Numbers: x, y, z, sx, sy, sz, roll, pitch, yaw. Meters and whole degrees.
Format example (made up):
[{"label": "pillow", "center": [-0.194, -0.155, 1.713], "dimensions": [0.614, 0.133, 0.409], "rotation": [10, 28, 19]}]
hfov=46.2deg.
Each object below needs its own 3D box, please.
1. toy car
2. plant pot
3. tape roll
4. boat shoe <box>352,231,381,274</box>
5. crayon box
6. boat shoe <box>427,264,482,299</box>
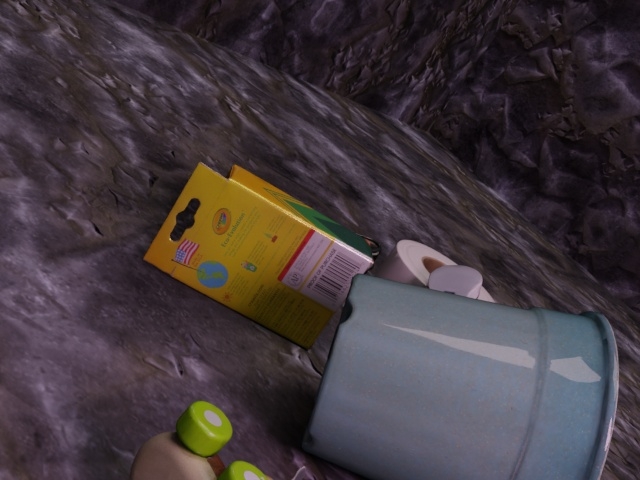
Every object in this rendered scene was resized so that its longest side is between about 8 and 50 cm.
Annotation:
[{"label": "toy car", "center": [-0.093, 0.267, 0.773], "dimensions": [0.149, 0.155, 0.188], "rotation": [48, 15, 33]}, {"label": "plant pot", "center": [0.167, 0.209, 1.017], "dimensions": [0.334, 0.341, 0.341], "rotation": [18, 20, 3]}, {"label": "tape roll", "center": [0.206, 0.136, 1.487], "dimensions": [0.246, 0.169, 0.246], "rotation": [30, 20, -12]}, {"label": "boat shoe", "center": [0.000, 0.000, 1.586], "dimensions": [0.303, 0.091, 0.114], "rotation": [16, 27, -41]}, {"label": "crayon box", "center": [-0.100, 0.017, 1.233], "dimensions": [0.319, 0.202, 0.081], "rotation": [30, 20, -13]}, {"label": "boat shoe", "center": [0.217, 0.121, 1.276], "dimensions": [0.095, 0.084, 0.258], "rotation": [11, 25, 18]}]
